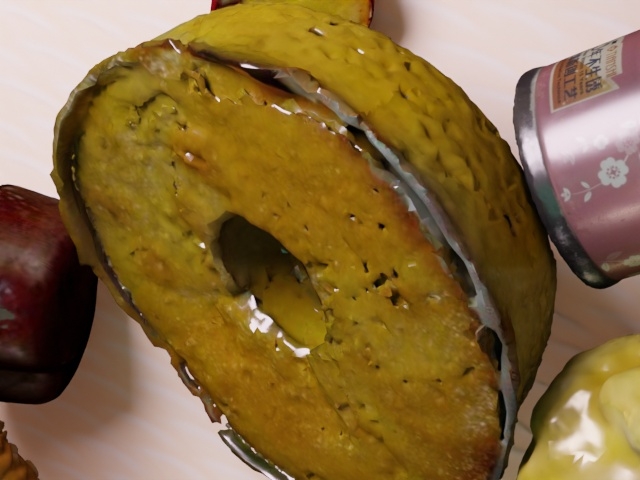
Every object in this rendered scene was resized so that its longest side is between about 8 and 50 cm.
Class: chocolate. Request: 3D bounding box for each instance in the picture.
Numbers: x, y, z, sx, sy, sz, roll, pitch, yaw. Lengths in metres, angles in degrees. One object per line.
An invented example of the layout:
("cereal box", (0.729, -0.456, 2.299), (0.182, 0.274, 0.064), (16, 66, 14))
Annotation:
("chocolate", (-0.165, 0.036, 0.897), (0.080, 0.125, 0.148), (19, 151, 6))

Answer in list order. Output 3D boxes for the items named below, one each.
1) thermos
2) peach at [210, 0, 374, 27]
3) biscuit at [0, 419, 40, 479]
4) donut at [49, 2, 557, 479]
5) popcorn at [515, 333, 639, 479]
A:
("thermos", (0.258, -0.066, 0.670), (0.330, 0.109, 0.136), (-20, 87, 26))
("peach", (-0.012, -0.123, 0.798), (0.077, 0.050, 0.083), (25, 128, -13))
("biscuit", (-0.253, 0.109, 0.913), (0.305, 0.038, 0.305), (29, 149, 19))
("donut", (0.000, 0.000, 0.768), (0.272, 0.107, 0.272), (24, 137, 24))
("popcorn", (0.200, 0.171, 0.728), (0.252, 0.215, 0.286), (-30, 91, 34))
